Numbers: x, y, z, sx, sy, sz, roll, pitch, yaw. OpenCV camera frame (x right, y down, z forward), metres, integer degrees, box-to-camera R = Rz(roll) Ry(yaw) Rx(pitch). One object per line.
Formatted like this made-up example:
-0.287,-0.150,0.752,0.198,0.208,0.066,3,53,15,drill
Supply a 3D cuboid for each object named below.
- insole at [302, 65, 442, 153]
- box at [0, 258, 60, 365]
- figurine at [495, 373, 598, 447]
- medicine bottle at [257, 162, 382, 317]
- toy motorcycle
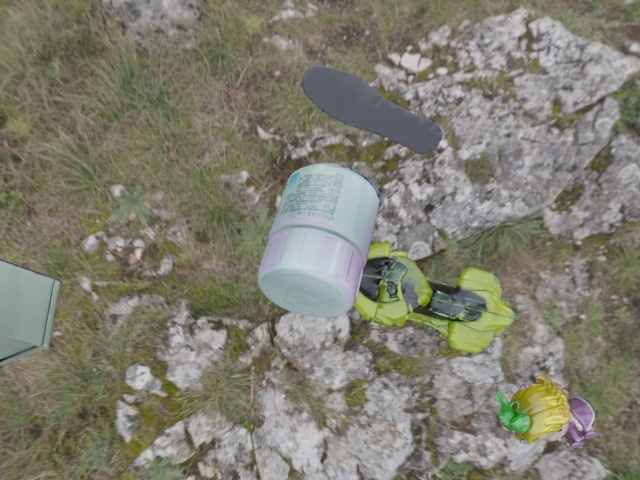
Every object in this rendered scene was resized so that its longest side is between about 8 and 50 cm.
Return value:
0.046,-0.114,0.527,0.135,0.045,0.002,24,36,-8,insole
-0.548,0.097,0.863,0.225,0.225,0.117,-21,57,29,box
0.313,0.240,0.872,0.157,0.094,0.114,6,36,-24,figurine
0.000,0.000,0.776,0.135,0.135,0.168,15,57,-2,medicine bottle
0.155,0.089,1.001,0.343,0.206,0.142,16,90,-12,toy motorcycle
